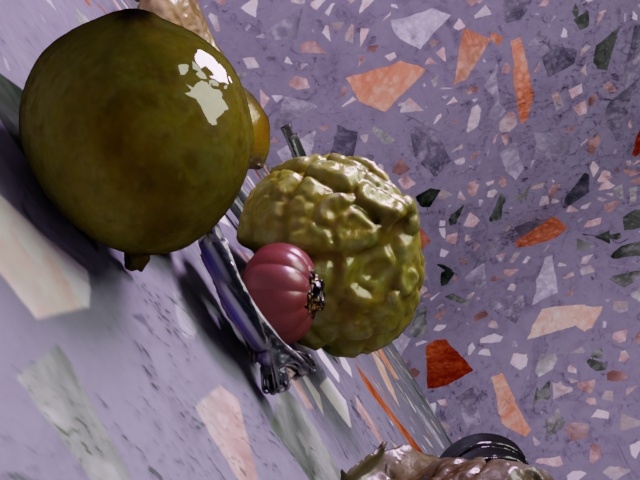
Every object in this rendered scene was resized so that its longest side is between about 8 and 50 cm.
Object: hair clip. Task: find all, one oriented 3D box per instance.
[{"bbox_3d":[-0.066,0.053,0.587,0.172,0.049,0.116,61,-15,8],"label":"hair clip"}]

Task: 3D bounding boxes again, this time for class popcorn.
[{"bbox_3d":[0.012,0.017,0.862,0.270,0.224,0.258,48,-18,25],"label":"popcorn"}]

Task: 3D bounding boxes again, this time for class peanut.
[{"bbox_3d":[-0.286,-0.402,1.387,0.159,0.143,0.291,45,-13,54],"label":"peanut"}]

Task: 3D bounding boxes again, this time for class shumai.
[{"bbox_3d":[0.108,0.242,0.582,0.175,0.166,0.206,46,-30,47],"label":"shumai"}]

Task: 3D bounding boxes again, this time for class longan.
[{"bbox_3d":[-0.117,-0.058,0.427,0.145,0.176,0.155,16,28,3],"label":"longan"}]

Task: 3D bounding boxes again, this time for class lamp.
[{"bbox_3d":[-0.042,0.056,0.692,0.107,0.092,0.108,2,90,-77],"label":"lamp"}]

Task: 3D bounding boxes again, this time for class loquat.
[{"bbox_3d":[-0.169,-0.218,1.283,0.195,0.152,0.152,64,-1,-28],"label":"loquat"}]

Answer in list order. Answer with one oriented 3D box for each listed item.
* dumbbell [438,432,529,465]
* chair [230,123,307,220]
[{"bbox_3d":[0.308,0.466,1.078,0.185,0.185,0.388,55,3,-18],"label":"dumbbell"},{"bbox_3d":[-0.028,-0.045,1.118,0.275,0.190,0.203,58,2,-20],"label":"chair"}]
